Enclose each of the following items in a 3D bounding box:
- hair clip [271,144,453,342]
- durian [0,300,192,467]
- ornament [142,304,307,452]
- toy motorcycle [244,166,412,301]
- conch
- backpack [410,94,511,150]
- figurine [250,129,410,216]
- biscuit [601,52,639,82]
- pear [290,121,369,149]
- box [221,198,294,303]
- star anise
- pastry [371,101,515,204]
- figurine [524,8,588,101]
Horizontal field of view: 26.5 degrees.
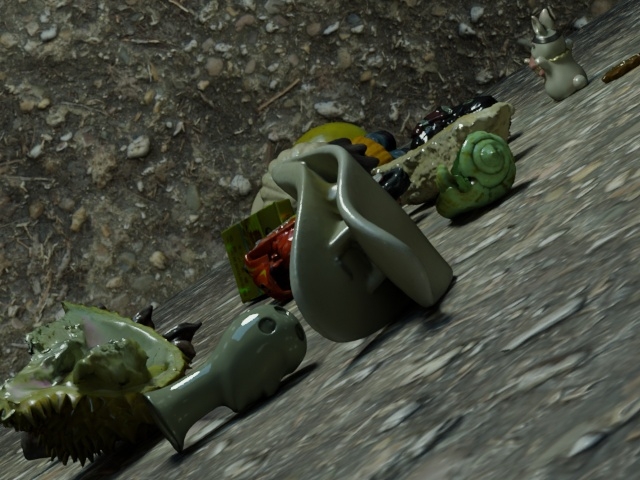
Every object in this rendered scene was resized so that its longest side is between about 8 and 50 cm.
[{"bbox_3d":[0.038,0.001,1.215,0.113,0.172,0.282,-39,12,14],"label":"hair clip"},{"bbox_3d":[-0.241,0.148,1.438,0.172,0.166,0.306,-28,6,19],"label":"durian"},{"bbox_3d":[-0.080,0.122,1.229,0.156,0.081,0.075,-35,-32,-15],"label":"ornament"},{"bbox_3d":[0.000,-0.002,1.885,0.298,0.089,0.171,-28,14,30],"label":"toy motorcycle"},{"bbox_3d":[0.166,-0.062,1.577,0.106,0.079,0.170,-28,-13,-20],"label":"conch"},{"bbox_3d":[0.217,-0.169,2.152,0.165,0.106,0.120,-36,0,-7],"label":"backpack"},{"bbox_3d":[0.038,-0.099,2.178,0.332,0.185,0.204,-40,-23,-38],"label":"figurine"},{"bbox_3d":[0.471,-0.270,2.081,0.092,0.016,0.082,-33,3,10],"label":"biscuit"},{"bbox_3d":[0.029,-0.127,2.510,0.200,0.200,0.200,-32,4,3],"label":"pear"},{"bbox_3d":[-0.085,0.019,2.087,0.030,0.121,0.193,-15,-7,-31],"label":"box"},{"bbox_3d":[-0.274,0.178,1.736,0.283,0.129,0.212,-34,19,34],"label":"star anise"},{"bbox_3d":[0.181,-0.115,1.922,0.121,0.089,0.258,-31,4,-36],"label":"pastry"},{"bbox_3d":[0.377,-0.305,2.283,0.098,0.146,0.081,-30,6,45],"label":"figurine"}]
